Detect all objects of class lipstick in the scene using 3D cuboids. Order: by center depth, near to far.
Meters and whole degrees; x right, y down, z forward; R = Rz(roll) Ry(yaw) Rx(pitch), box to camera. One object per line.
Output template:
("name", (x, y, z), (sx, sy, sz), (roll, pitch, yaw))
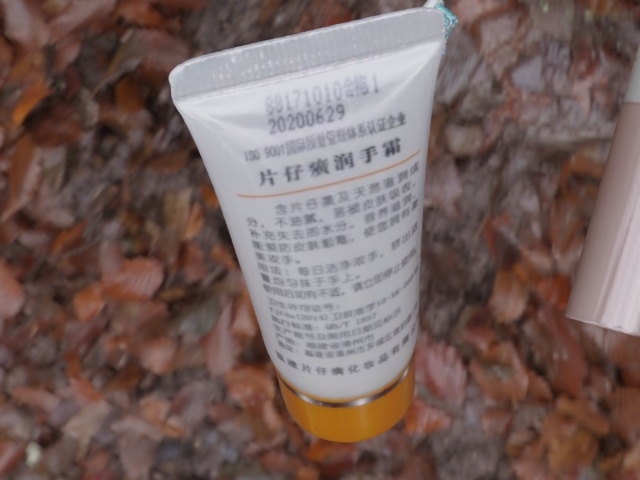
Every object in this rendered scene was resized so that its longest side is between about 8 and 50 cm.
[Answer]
("lipstick", (0.242, -0.058, 1.151), (0.070, 0.070, 0.254), (16, 90, 3))

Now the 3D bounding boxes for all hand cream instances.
("hand cream", (0.000, 0.000, 0.888), (0.139, 0.089, 0.314), (-12, 143, -7))

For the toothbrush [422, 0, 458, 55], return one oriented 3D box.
("toothbrush", (0.121, -0.247, 1.143), (0.030, 0.030, 0.304), (22, 136, 0))
